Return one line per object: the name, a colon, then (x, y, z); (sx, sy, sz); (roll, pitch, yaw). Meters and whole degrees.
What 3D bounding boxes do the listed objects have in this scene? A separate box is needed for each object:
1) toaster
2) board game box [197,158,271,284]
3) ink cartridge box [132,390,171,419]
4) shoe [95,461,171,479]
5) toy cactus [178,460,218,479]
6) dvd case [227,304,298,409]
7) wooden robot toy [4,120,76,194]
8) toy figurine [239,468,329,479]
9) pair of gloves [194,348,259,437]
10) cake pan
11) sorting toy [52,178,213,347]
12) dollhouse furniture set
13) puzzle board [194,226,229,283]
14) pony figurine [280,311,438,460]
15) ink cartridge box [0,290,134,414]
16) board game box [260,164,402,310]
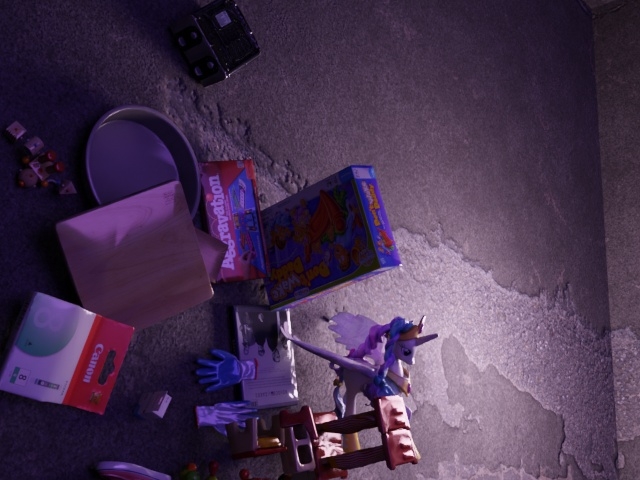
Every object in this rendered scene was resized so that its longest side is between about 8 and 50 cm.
toaster: (-0.241, -0.471, 2.034); (0.185, 0.110, 0.168); (-46, 114, -44)
board game box: (-0.202, -0.045, 1.994); (0.145, 0.027, 0.281); (-7, 84, -33)
ink cartridge box: (-0.329, 0.327, 1.723); (0.028, 0.083, 0.048); (45, 50, -31)
shoe: (-0.359, 0.477, 1.660); (0.178, 0.063, 0.081); (34, 51, -45)
toy cactus: (-0.251, 0.543, 1.728); (0.219, 0.112, 0.180); (-52, 152, -81)
dvd case: (-0.131, 0.268, 2.008); (0.179, 0.029, 0.238); (5, 76, -48)
wooden robot toy: (-0.540, -0.136, 1.635); (0.079, 0.076, 0.173); (-49, 116, -32)
toy figurine: (-0.104, 0.537, 1.882); (0.213, 0.148, 0.209); (51, 40, -24)
pair of gloves: (-0.202, 0.335, 1.886); (0.159, 0.023, 0.198); (6, 74, -33)
cake pan: (-0.379, -0.137, 1.824); (0.293, 0.054, 0.293); (17, 67, -45)
sorting toy: (-0.372, 0.037, 1.704); (0.257, 0.089, 0.255); (-24, 110, -28)
dollhouse furniture set: (0.011, 0.420, 1.783); (0.374, 0.201, 0.152); (9, 65, -53)
puzzle board: (-0.272, 0.025, 1.910); (0.128, 0.011, 0.096); (29, 66, -25)
pony figurine: (0.103, 0.315, 2.055); (0.303, 0.351, 0.363); (-16, 115, -55)
ink cartridge box: (-0.457, 0.211, 1.582); (0.225, 0.056, 0.181); (25, 78, -32)
board game box: (0.000, 0.000, 1.969); (0.078, 0.347, 0.233); (-4, 75, -49)
